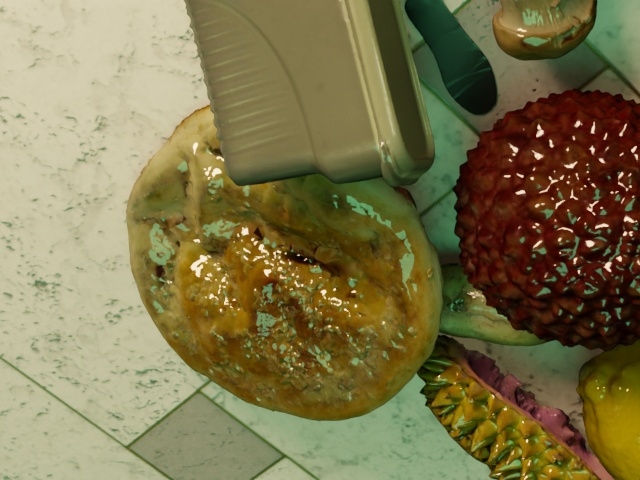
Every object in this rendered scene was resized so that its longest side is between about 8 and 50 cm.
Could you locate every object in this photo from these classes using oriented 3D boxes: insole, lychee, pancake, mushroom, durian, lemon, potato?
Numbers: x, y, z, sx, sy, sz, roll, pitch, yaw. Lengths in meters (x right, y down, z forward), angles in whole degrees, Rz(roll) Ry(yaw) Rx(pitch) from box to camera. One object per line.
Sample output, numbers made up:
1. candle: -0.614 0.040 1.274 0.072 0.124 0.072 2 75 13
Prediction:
1. insole: 0.134 -0.189 1.238 0.053 0.002 0.153 -28 117 23
2. lychee: 0.261 -0.022 1.199 0.264 0.300 0.264 -1 94 -20
3. pancake: -0.048 0.036 1.321 0.387 0.082 0.387 11 119 20
4. mushroom: 0.183 -0.322 1.072 0.128 0.128 0.350 -6 126 11
5. durian: 0.230 0.243 1.387 0.112 0.191 0.341 -44 119 11
6. lemon: 0.404 0.198 1.350 0.260 0.204 0.204 25 124 -3
7. potato: 0.185 0.072 1.358 0.170 0.080 0.107 11 165 20

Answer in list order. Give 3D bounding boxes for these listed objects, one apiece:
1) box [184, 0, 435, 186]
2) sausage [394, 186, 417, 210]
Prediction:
1. box: -0.012 -0.170 1.146 0.178 0.138 0.274 -13 89 20
2. sausage: 0.065 0.026 1.351 0.077 0.077 0.194 8 124 1
